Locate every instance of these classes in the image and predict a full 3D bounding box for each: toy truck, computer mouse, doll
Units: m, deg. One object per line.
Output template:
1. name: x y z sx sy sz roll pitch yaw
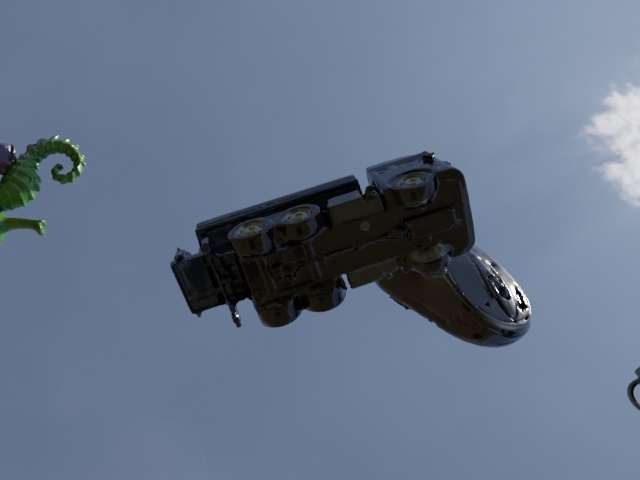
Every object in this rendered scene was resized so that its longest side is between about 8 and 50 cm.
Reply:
1. toy truck: 0.000 0.000 0.427 0.202 0.088 0.074 -18 -66 -2
2. computer mouse: 0.167 0.048 0.785 0.233 0.137 0.096 31 -63 43
3. doll: -0.360 -0.056 0.717 0.115 0.190 0.050 31 -27 -3

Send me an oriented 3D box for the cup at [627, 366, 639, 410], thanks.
1. cup: 0.403 0.168 0.685 0.100 0.078 0.077 -34 -120 11
